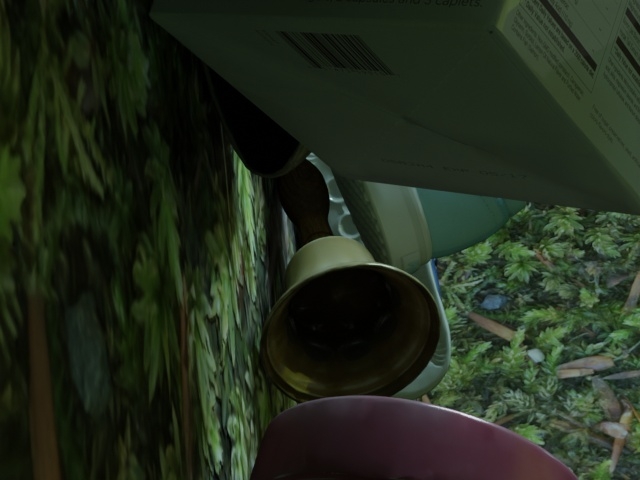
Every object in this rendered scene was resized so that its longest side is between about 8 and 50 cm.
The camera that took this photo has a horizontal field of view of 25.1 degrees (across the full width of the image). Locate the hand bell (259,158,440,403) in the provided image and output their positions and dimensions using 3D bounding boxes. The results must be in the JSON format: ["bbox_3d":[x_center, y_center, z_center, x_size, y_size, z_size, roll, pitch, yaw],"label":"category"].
[{"bbox_3d":[0.000,0.000,1.073,0.242,0.126,0.126,-107,-175,-54],"label":"hand bell"}]

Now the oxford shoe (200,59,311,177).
[{"bbox_3d":[-0.029,-0.201,0.822,0.130,0.123,0.348,-75,158,-58],"label":"oxford shoe"}]

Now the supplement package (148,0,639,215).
[{"bbox_3d":[0.082,-0.179,0.741,0.198,0.199,0.263,37,67,-51],"label":"supplement package"}]

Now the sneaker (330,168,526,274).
[{"bbox_3d":[0.053,-0.161,1.126,0.135,0.150,0.366,152,-81,-78],"label":"sneaker"}]

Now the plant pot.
[{"bbox_3d":[0.041,0.213,0.810,0.201,0.201,0.180,75,27,-55],"label":"plant pot"}]

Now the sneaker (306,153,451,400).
[{"bbox_3d":[0.043,-0.009,1.345,0.236,0.130,0.323,176,-97,-87],"label":"sneaker"}]
